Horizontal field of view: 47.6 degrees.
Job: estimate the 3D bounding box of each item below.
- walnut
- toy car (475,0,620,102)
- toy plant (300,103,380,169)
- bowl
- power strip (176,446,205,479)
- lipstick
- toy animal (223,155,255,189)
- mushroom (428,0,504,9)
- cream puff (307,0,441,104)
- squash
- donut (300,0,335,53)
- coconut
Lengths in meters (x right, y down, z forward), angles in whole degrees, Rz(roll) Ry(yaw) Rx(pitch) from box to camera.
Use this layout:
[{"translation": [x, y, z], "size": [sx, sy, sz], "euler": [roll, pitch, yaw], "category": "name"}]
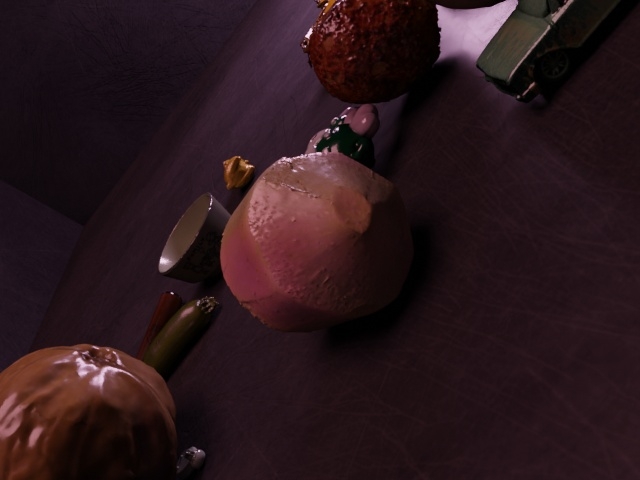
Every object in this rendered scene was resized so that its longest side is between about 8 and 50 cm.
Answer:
[{"translation": [-0.406, 0.356, 1.203], "size": [0.383, 0.383, 0.383], "euler": [-44, 26, 28], "category": "walnut"}, {"translation": [0.319, -0.325, 0.901], "size": [0.320, 0.097, 0.141], "euler": [-51, 23, 15], "category": "toy car"}, {"translation": [0.021, -0.126, 1.227], "size": [0.232, 0.112, 0.243], "euler": [-62, 17, 1], "category": "toy plant"}, {"translation": [-0.261, 0.009, 1.622], "size": [0.211, 0.112, 0.211], "euler": [-45, 24, 28], "category": "bowl"}, {"translation": [-0.218, 0.359, 1.181], "size": [0.083, 0.035, 0.055], "euler": [-35, 31, 47], "category": "power strip"}, {"translation": [-0.382, 0.268, 1.603], "size": [0.057, 0.057, 0.356], "euler": [-34, 32, 44], "category": "lipstick"}, {"translation": [-0.215, -0.177, 1.837], "size": [0.083, 0.070, 0.159], "euler": [-56, 18, 7], "category": "toy animal"}, {"translation": [0.231, -0.507, 0.998], "size": [0.362, 0.294, 0.362], "euler": [-44, -12, -12], "category": "mushroom"}, {"translation": [0.099, -0.324, 1.210], "size": [0.240, 0.240, 0.164], "euler": [-49, 58, 19], "category": "cream puff"}, {"translation": [-0.304, 0.207, 1.509], "size": [0.258, 0.069, 0.069], "euler": [-52, 23, 14], "category": "squash"}, {"translation": [0.052, -0.555, 1.737], "size": [0.152, 0.101, 0.259], "euler": [-27, 37, 50], "category": "donut"}, {"translation": [0.000, 0.000, 0.963], "size": [0.245, 0.233, 0.233], "euler": [-33, 32, 59], "category": "coconut"}]
